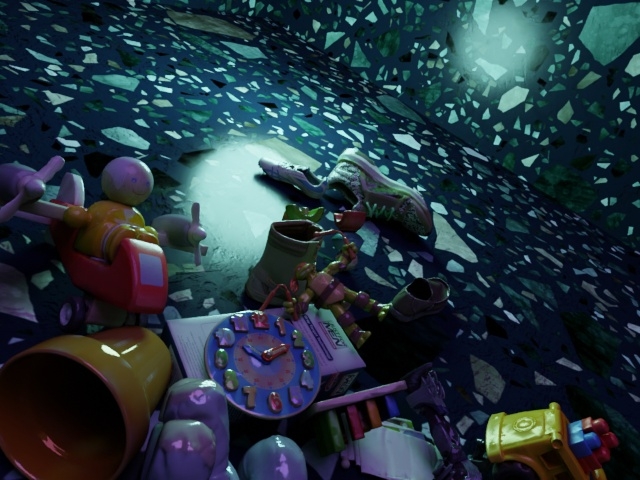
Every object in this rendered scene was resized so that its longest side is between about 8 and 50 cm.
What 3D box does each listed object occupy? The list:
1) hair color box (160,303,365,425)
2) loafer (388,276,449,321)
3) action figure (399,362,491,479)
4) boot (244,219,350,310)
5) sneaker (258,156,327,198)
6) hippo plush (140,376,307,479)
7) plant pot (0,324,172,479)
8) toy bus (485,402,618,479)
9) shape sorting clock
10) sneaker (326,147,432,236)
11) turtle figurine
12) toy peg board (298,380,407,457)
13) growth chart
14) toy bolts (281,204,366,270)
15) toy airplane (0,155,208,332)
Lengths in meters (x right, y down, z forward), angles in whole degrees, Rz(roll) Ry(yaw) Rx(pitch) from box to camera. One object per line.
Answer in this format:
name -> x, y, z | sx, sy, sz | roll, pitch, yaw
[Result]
hair color box -> -0.106, 0.224, 0.930 | 0.347, 0.105, 0.174 | -1, 42, -37
loafer -> 0.282, 0.147, 1.345 | 0.094, 0.087, 0.251 | 43, 35, 24
action figure -> 0.240, 0.378, 0.926 | 0.185, 0.099, 0.285 | 29, 31, -55
boot -> -0.019, 0.062, 1.134 | 0.261, 0.204, 0.095 | 14, 32, -18
sneaker -> -0.086, -0.217, 1.609 | 0.237, 0.086, 0.085 | 26, 33, 1
hippo plush -> -0.110, 0.327, 0.645 | 0.236, 0.234, 0.294 | 19, 35, -15
plant pot -> -0.316, 0.216, 0.726 | 0.205, 0.205, 0.188 | 29, 15, 4
toy bus -> 0.438, 0.411, 0.910 | 0.220, 0.211, 0.149 | 59, 27, -3
shape sorting clock -> -0.092, 0.200, 0.837 | 0.206, 0.040, 0.206 | 19, 34, -13
sneaker -> 0.178, -0.121, 1.663 | 0.410, 0.158, 0.182 | 38, 64, 14
turtle figurine -> 0.015, 0.116, 0.997 | 0.217, 0.087, 0.269 | 39, 55, 11
toy peg board -> 0.059, 0.312, 0.862 | 0.160, 0.161, 0.079 | -9, 66, -17
growth chart -> 0.136, 0.390, 0.948 | 0.237, 0.021, 0.172 | 23, 31, -6
toy bolts -> 0.000, 0.000, 1.359 | 0.228, 0.159, 0.218 | 5, -4, -16
toy airplane -> -0.399, -0.038, 0.917 | 0.384, 0.273, 0.386 | 31, 11, -6
